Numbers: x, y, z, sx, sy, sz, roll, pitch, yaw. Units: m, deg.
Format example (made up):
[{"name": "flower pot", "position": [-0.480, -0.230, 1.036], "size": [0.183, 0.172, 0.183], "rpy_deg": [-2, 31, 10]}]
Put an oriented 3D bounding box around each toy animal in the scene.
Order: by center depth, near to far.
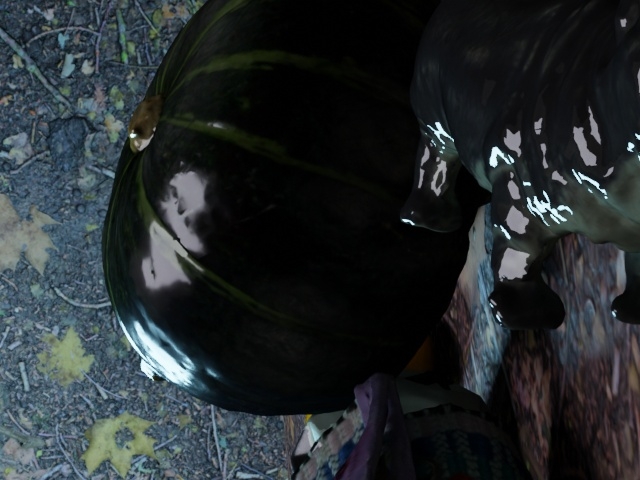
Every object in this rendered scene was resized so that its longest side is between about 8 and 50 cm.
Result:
[{"name": "toy animal", "position": [0.123, -0.045, 0.580], "size": [0.343, 0.106, 0.168], "rpy_deg": [-168, 80, -77]}]

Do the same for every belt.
[{"name": "belt", "position": [0.063, 0.252, 0.899], "size": [0.160, 0.207, 0.295], "rpy_deg": [-99, 21, -62]}]

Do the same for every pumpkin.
[{"name": "pumpkin", "position": [-0.018, -0.036, 0.984], "size": [0.323, 0.241, 0.323], "rpy_deg": [-61, 10, 19]}]

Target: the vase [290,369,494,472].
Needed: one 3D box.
[{"name": "vase", "position": [0.058, 0.222, 1.155], "size": [0.360, 0.165, 0.165], "rpy_deg": [91, 172, -66]}]

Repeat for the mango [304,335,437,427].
[{"name": "mango", "position": [0.043, 0.132, 1.268], "size": [0.102, 0.141, 0.217], "rpy_deg": [49, 162, 11]}]
